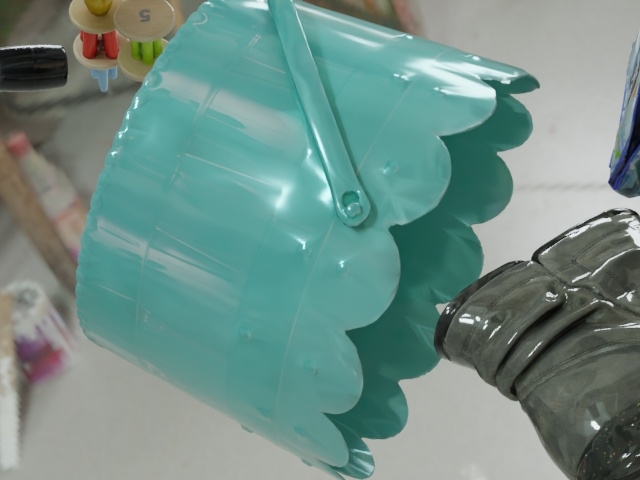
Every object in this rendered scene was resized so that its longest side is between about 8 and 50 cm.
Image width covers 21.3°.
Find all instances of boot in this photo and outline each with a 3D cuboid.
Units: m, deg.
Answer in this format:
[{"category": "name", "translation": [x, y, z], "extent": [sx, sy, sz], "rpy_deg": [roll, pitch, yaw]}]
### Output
[{"category": "boot", "translation": [0.189, 0.029, 0.822], "extent": [0.247, 0.083, 0.161], "rpy_deg": [-23, 43, -14]}]

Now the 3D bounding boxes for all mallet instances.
[{"category": "mallet", "translation": [-0.278, -0.140, 1.478], "extent": [0.062, 0.039, 0.190], "rpy_deg": [-5, 1, -30]}]

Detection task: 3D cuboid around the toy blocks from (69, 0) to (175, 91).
[{"category": "toy blocks", "translation": [-0.175, -0.170, 1.518], "extent": [0.054, 0.148, 0.123], "rpy_deg": [-35, 64, -24]}]

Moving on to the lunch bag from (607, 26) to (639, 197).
[{"category": "lunch bag", "translation": [0.245, -0.107, 1.078], "extent": [0.151, 0.096, 0.128], "rpy_deg": [-35, 30, 48]}]

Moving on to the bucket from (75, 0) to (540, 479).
[{"category": "bucket", "translation": [-0.006, -0.012, 1.011], "extent": [0.183, 0.281, 0.281], "rpy_deg": [24, 55, 12]}]
